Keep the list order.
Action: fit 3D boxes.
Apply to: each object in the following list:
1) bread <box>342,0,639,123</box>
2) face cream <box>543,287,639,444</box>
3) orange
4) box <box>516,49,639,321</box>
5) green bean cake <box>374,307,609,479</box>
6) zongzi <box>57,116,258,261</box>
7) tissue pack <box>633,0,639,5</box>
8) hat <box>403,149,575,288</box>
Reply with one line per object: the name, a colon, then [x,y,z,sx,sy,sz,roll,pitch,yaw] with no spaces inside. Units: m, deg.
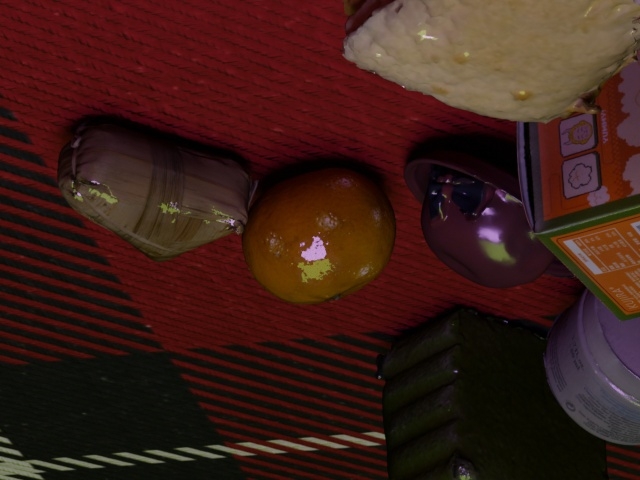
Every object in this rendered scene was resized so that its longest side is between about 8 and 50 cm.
bread: [0.190,-0.231,1.419,0.236,0.165,0.375,17,147,-19]
face cream: [0.343,0.113,2.013,0.177,0.177,0.153,8,151,-14]
orange: [0.000,0.000,1.853,0.156,0.124,0.156,-15,159,-6]
box: [0.285,-0.054,1.717,0.148,0.177,0.195,-17,146,27]
green bean cake: [0.197,0.228,2.143,0.247,0.250,0.156,20,144,-32]
zongzi: [-0.186,-0.034,1.846,0.194,0.099,0.197,18,151,-29]
tissue pack: [0.236,-0.302,1.131,0.375,0.390,0.195,10,-177,-13]
hat: [0.159,-0.008,1.823,0.205,0.089,0.205,29,169,6]
